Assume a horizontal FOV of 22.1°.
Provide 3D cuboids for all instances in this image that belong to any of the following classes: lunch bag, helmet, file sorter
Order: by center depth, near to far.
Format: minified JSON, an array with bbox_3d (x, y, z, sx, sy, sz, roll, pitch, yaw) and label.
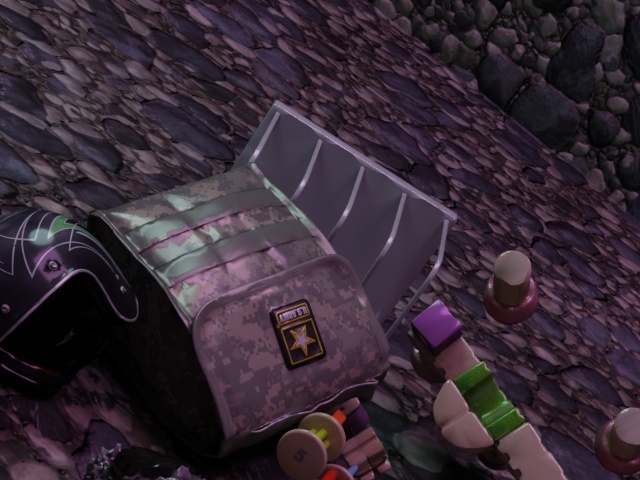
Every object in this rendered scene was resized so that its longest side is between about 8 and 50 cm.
[{"bbox_3d":[-0.274,0.050,1.572,0.161,0.169,0.169,40,15,-34],"label":"helmet"},{"bbox_3d":[-0.088,0.078,1.712,0.235,0.169,0.287,-20,56,-39],"label":"lunch bag"},{"bbox_3d":[0.000,0.000,2.041,0.277,0.193,0.173,32,24,-7],"label":"file sorter"}]

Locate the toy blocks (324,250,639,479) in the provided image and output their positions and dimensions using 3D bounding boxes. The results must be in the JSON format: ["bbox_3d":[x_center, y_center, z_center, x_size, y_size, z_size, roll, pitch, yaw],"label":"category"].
[{"bbox_3d":[0.181,0.217,1.879,0.289,0.309,0.260,55,-6,17],"label":"toy blocks"}]

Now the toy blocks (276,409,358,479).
[{"bbox_3d":[0.006,0.228,1.665,0.054,0.123,0.148,8,14,19],"label":"toy blocks"}]

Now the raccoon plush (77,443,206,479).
[{"bbox_3d":[-0.157,0.324,1.127,0.446,0.216,0.299,43,30,19],"label":"raccoon plush"}]
